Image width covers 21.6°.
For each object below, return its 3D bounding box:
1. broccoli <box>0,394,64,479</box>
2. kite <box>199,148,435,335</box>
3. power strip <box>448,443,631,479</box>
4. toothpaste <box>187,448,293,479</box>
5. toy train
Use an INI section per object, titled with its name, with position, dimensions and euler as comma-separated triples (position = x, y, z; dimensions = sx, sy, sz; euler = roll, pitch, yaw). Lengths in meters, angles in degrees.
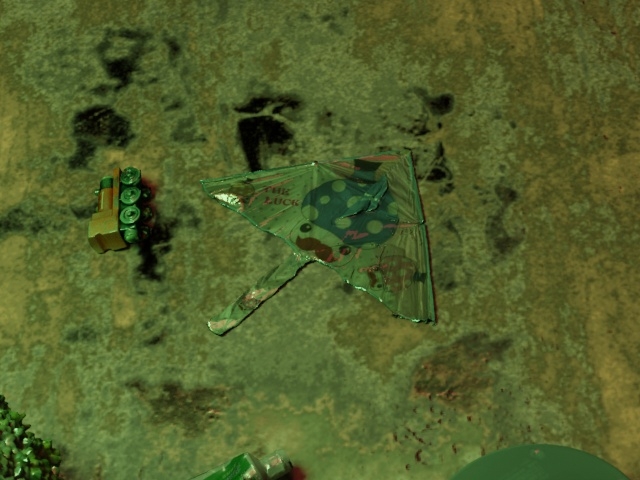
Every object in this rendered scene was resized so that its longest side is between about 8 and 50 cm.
[broccoli]
position = -0.352, 0.265, 1.513
dimensions = 0.259, 0.235, 0.288
euler = 11, 43, 15
[kite]
position = 0.000, 0.000, 1.807
dimensions = 0.335, 0.011, 0.314
euler = 32, 63, 29
[power strip]
position = 0.173, 0.278, 1.535
dimensions = 0.253, 0.054, 0.167
euler = -29, 51, -14
[toothpaste]
position = -0.142, 0.263, 1.605
dimensions = 0.248, 0.047, 0.078
euler = -25, 51, -8
[toy train]
position = -0.222, -0.037, 1.854
dimensions = 0.064, 0.044, 0.103
euler = -13, 51, 12
